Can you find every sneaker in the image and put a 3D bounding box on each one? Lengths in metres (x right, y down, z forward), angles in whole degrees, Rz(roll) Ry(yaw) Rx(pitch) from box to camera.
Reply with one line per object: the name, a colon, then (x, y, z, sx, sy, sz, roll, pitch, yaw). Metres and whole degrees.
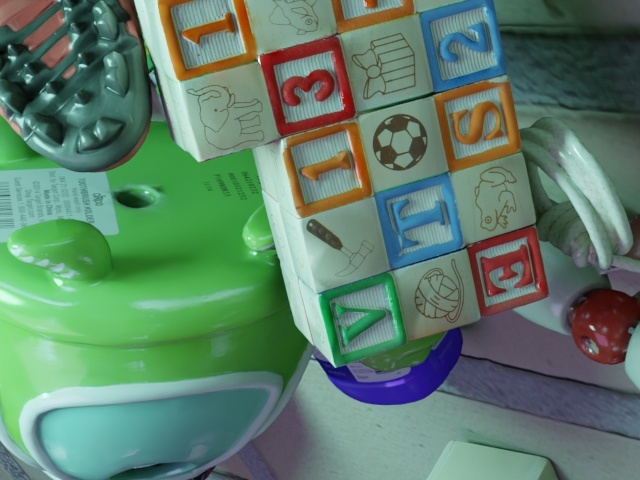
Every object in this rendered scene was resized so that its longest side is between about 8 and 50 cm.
sneaker: (-0.153, -0.123, 0.904, 0.276, 0.097, 0.135, 55, -178, 41)

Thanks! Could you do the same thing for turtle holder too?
turtle holder: (-0.099, 0.031, 1.004, 0.243, 0.320, 0.227, 32, 130, 36)

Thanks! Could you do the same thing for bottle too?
bottle: (0.000, 0.000, 1.139, 0.118, 0.092, 0.283, -3, 130, 46)

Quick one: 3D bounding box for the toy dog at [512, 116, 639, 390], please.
toy dog: (0.252, 0.046, 0.879, 0.334, 0.161, 0.220, 48, 159, 20)

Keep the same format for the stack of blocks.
stack of blocks: (0.003, -0.091, 0.799, 0.087, 0.171, 0.297, -140, 35, -70)

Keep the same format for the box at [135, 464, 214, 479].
box: (-0.168, 0.154, 1.520, 0.163, 0.142, 0.247, 35, 152, 10)

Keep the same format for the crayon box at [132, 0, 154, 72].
crayon box: (-0.127, -0.232, 0.975, 0.203, 0.083, 0.323, 46, 152, -10)

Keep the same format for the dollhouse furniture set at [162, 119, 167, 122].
dollhouse furniture set: (-0.281, -0.119, 1.264, 0.262, 0.135, 0.259, 11, 142, 44)

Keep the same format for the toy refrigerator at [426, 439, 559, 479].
toy refrigerator: (0.184, 0.300, 1.347, 0.102, 0.094, 0.269, 5, 137, 38)
